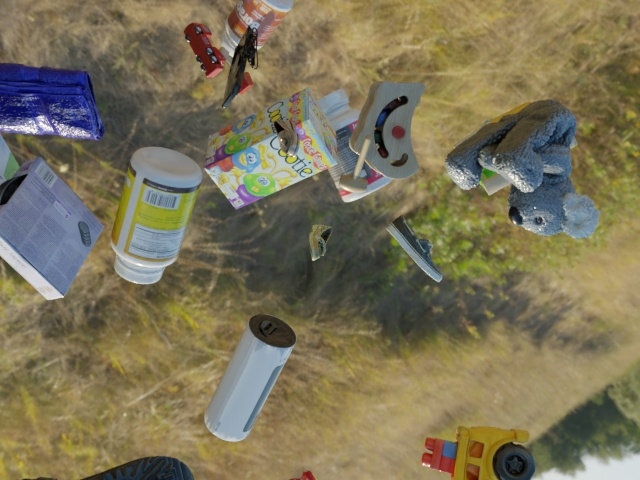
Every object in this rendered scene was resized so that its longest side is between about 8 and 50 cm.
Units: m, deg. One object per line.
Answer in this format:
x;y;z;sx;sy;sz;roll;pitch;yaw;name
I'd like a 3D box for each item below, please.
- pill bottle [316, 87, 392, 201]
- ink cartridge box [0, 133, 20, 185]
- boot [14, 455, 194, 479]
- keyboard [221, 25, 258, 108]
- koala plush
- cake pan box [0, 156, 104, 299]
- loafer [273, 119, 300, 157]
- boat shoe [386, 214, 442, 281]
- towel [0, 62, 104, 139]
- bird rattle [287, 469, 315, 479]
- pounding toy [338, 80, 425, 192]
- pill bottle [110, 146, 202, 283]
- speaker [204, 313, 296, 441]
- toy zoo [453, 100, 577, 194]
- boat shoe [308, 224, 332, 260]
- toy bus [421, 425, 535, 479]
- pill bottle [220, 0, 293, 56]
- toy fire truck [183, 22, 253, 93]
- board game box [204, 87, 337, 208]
0.082;-0.293;2.143;0.176;0.319;0.176;-26;-173;4;pill bottle
-0.843;-0.120;1.586;0.119;0.207;0.353;-15;-157;20;ink cartridge box
-0.426;0.475;1.253;0.260;0.131;0.347;-22;160;37;boot
-0.151;-0.350;1.402;0.038;0.192;0.100;22;139;-22;keyboard
0.367;-0.101;1.182;0.203;0.221;0.196;-39;-160;-18;koala plush
-0.668;-0.032;1.683;0.070;0.246;0.267;-13;132;25;cake pan box
-0.065;-0.187;1.273;0.039;0.125;0.045;18;115;-17;loafer
0.284;0.023;1.999;0.070;0.219;0.078;-42;-177;5;boat shoe
-0.692;-0.324;1.680;0.308;0.076;0.228;5;147;-2;towel
-0.014;0.538;1.309;0.253;0.143;0.207;-27;-141;58;bird rattle
0.155;-0.213;1.495;0.155;0.154;0.270;-126;-124;-74;pounding toy
-0.277;-0.038;1.160;0.117;0.117;0.215;-10;131;-48;pill bottle
-0.075;0.144;0.737;0.055;0.055;0.136;-7;130;-51;speaker
0.390;-0.206;1.462;0.192;0.030;0.293;-30;-156;11;toy zoo
0.000;0.002;1.746;0.048;0.056;0.153;-5;-159;8;boat shoe
0.300;0.468;1.371;0.149;0.211;0.220;72;28;-76;toy bus
-0.176;-0.586;1.853;0.121;0.121;0.216;-13;158;-45;pill bottle
-0.265;-0.475;1.825;0.047;0.192;0.135;-30;176;30;toy fire truck
-0.115;-0.214;1.644;0.275;0.142;0.144;-23;128;17;board game box
